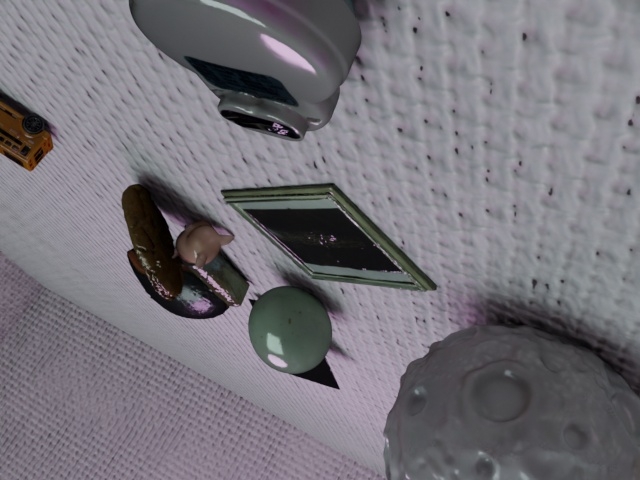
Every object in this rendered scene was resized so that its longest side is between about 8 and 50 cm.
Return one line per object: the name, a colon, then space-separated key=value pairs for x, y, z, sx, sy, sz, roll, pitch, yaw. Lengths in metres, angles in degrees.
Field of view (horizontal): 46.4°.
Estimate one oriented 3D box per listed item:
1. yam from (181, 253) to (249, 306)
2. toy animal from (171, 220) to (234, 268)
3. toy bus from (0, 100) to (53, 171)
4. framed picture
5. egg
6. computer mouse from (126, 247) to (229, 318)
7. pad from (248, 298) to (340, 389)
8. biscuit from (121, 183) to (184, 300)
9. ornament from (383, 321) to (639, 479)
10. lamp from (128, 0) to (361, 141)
yam: x=-0.205 y=0.067 z=1.480 sx=0.068 sy=0.068 sz=0.169 roll=15 pitch=155 yaw=40
toy animal: x=-0.217 y=0.007 z=1.339 sx=0.089 sy=0.083 sz=0.150 roll=25 pitch=176 yaw=-20
toy bus: x=-0.581 y=-0.211 z=1.336 sx=0.195 sy=0.088 sz=0.083 roll=33 pitch=162 yaw=-5
framed picture: x=0.000 y=0.000 z=1.081 sx=0.231 sy=0.018 sz=0.293 roll=42 pitch=158 yaw=-28
egg: x=-0.055 y=0.162 z=1.358 sx=0.149 sy=0.149 sz=0.192 roll=20 pitch=150 yaw=30
computer mouse: x=-0.327 y=0.097 z=1.673 sx=0.323 sy=0.116 sz=0.183 roll=10 pitch=146 yaw=49
pad: x=-0.056 y=0.225 z=1.614 sx=0.164 sy=0.004 sz=0.243 roll=10 pitch=135 yaw=38
biscuit: x=-0.295 y=0.001 z=1.331 sx=0.226 sy=0.042 sz=0.225 roll=-20 pitch=-90 yaw=-90
ornament: x=0.242 y=0.280 z=0.961 sx=0.337 sy=0.337 sz=0.337 roll=28 pitch=160 yaw=11
lamp: x=-0.049 y=-0.173 z=0.600 sx=0.180 sy=0.107 sz=0.246 roll=21 pitch=166 yaw=18
